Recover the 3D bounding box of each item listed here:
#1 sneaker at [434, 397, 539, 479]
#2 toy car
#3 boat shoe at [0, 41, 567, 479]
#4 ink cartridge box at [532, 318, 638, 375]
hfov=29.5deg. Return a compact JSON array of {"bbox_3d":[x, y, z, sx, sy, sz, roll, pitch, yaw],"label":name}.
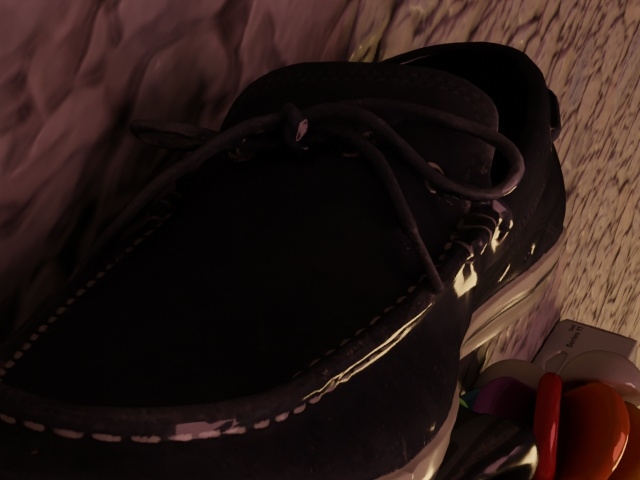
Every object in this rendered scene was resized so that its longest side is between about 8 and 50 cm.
[{"bbox_3d":[0.033,0.287,0.601,0.185,0.202,0.483,71,23,-63],"label":"sneaker"},{"bbox_3d":[0.176,0.162,0.990,0.136,0.182,0.159,36,54,-45],"label":"toy car"},{"bbox_3d":[0.000,0.000,0.549,0.500,0.186,0.156,-32,126,-60],"label":"boat shoe"},{"bbox_3d":[0.258,0.210,1.254,0.153,0.086,0.208,-48,142,-43],"label":"ink cartridge box"}]
